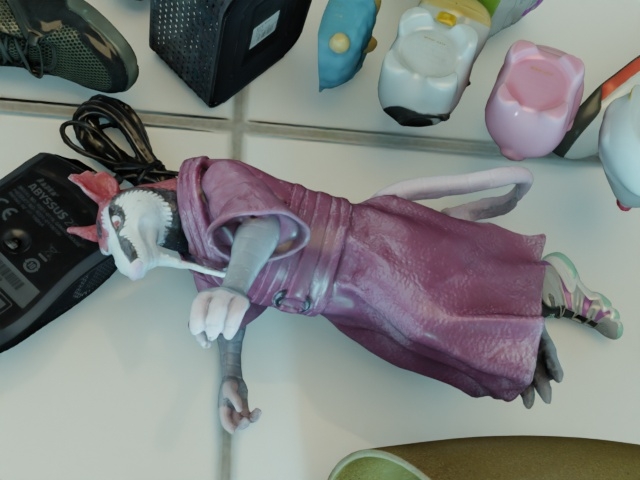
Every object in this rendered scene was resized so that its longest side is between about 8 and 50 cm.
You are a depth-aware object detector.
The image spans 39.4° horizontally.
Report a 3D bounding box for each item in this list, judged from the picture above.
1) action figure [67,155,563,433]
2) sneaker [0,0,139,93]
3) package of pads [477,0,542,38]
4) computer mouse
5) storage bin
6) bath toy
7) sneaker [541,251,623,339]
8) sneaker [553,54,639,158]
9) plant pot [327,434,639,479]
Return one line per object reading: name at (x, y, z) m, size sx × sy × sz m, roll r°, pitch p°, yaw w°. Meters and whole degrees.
action figure at (0.000, 0.000, 0.664) m, size 0.370 × 0.248 × 0.276 m, roll 20°, pitch 66°, yaw -11°
sneaker at (-0.273, -0.167, 0.756) m, size 0.227 × 0.087 × 0.130 m, roll 30°, pitch 54°, yaw 3°
package of pads at (0.139, -0.330, 0.799) m, size 0.101 × 0.296 × 0.229 m, roll -32°, pitch 79°, yaw -12°
computer mouse at (-0.222, 0.009, 0.725) m, size 0.272 × 0.072 × 0.188 m, roll -36°, pitch 78°, yaw -34°
storage bin at (-0.074, -0.211, 0.773) m, size 0.084 × 0.180 × 0.122 m, roll 45°, pitch 68°, yaw 7°
bath toy at (0.168, -0.125, 0.785) m, size 0.348 × 0.129 × 0.151 m, roll 24°, pitch 66°, yaw 12°
sneaker at (0.220, 0.065, 0.811) m, size 0.069 × 0.038 × 0.098 m, roll -35°, pitch 71°, yaw -20°
sneaker at (0.362, -0.120, 0.880) m, size 0.270 × 0.090 × 0.145 m, roll -34°, pitch 77°, yaw -24°
plant pot at (0.164, 0.236, 0.647) m, size 0.254 × 0.237 × 0.237 m, roll -10°, pitch 72°, yaw -30°
